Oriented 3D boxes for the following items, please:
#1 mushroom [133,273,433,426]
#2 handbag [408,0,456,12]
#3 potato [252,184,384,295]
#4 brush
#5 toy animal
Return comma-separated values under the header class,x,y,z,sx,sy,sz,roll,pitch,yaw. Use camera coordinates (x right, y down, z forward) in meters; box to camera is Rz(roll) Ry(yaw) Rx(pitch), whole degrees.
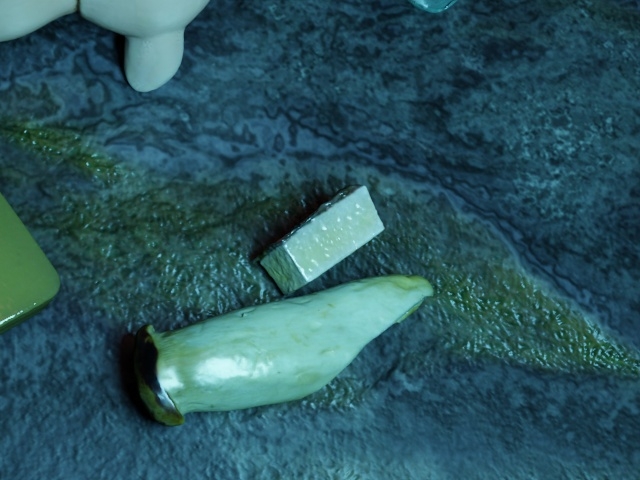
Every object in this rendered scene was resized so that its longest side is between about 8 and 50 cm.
class,x,y,z,sx,sy,sz,roll,pitch,yaw
mushroom,-0.030,0.104,1.648,0.333,0.087,0.107,-11,67,-27
handbag,0.125,-0.423,1.940,0.268,0.100,0.274,41,75,9
potato,-0.001,0.001,1.711,0.122,0.086,0.061,-37,90,-29
brush,-0.350,0.005,1.594,0.123,0.059,0.197,-30,78,-33
toy animal,-0.255,-0.297,1.703,0.326,0.237,0.269,-32,69,-26
